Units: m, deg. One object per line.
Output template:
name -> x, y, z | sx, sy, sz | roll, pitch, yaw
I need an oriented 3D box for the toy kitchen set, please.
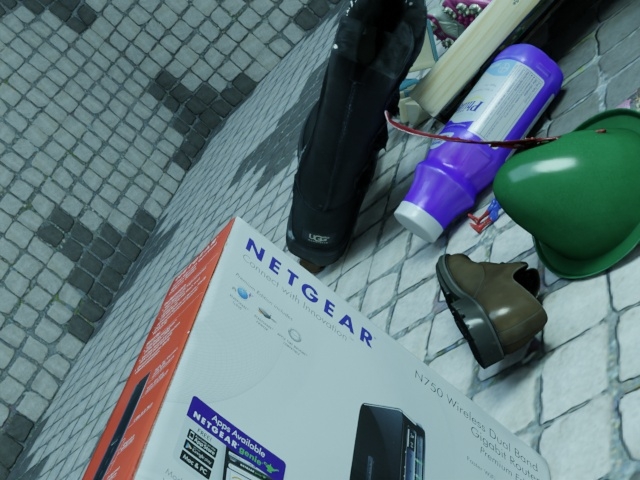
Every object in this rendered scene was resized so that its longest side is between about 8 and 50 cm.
toy kitchen set -> 0.150, -0.305, 1.536 | 0.122, 0.166, 0.207 | -25, 21, -23

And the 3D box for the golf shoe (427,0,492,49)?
golf shoe -> 0.285, -0.426, 1.559 | 0.140, 0.115, 0.306 | -48, 18, -3

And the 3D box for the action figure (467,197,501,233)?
action figure -> 0.228, -0.057, 1.063 | 0.115, 0.030, 0.038 | -41, 14, 24

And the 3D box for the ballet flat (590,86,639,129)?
ballet flat -> 0.354, -0.141, 0.859 | 0.221, 0.077, 0.079 | -48, 35, 25

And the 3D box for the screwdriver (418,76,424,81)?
screwdriver -> 0.230, -0.313, 1.630 | 0.170, 0.025, 0.024 | -24, 30, 40

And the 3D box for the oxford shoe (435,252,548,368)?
oxford shoe -> 0.178, 0.058, 0.894 | 0.096, 0.083, 0.227 | -26, 17, 3

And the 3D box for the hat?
hat -> 0.189, -0.067, 0.833 | 0.208, 0.183, 0.173 | -34, 44, 55

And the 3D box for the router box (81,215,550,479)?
router box -> 0.019, 0.181, 0.559 | 0.082, 0.335, 0.301 | -43, 19, 28

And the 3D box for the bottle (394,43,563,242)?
bottle -> 0.205, -0.128, 1.154 | 0.283, 0.092, 0.118 | -53, 10, -7

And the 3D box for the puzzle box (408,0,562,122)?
puzzle box -> 0.297, -0.338, 1.274 | 0.409, 0.052, 0.272 | -47, -5, 13

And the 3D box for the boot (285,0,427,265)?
boot -> 0.050, -0.227, 1.337 | 0.445, 0.146, 0.367 | 101, 176, -53

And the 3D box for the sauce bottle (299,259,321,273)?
sauce bottle -> 0.000, 0.000, 1.503 | 0.042, 0.042, 0.128 | -35, 24, 42
